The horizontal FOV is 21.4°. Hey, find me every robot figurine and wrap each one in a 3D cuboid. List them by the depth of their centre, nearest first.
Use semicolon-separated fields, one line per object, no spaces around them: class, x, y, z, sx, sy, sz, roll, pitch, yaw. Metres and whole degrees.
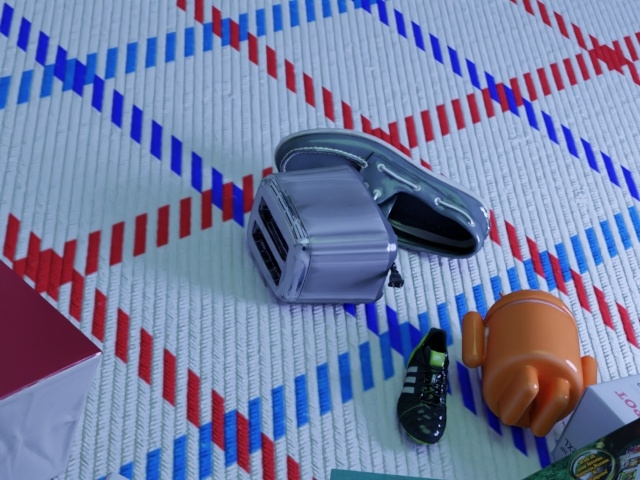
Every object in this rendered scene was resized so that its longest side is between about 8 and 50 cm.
robot figurine;0.262;0.145;2.125;0.158;0.128;0.219;-10;33;11

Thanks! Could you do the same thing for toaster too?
toaster;0.000;0.000;2.199;0.146;0.129;0.227;-3;42;-24

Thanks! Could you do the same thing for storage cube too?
storage cube;-0.371;0.153;1.738;0.193;0.184;0.215;38;37;22

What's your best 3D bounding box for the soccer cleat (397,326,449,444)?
soccer cleat;0.130;0.175;2.064;0.060;0.072;0.179;16;34;-6

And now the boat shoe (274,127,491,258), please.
boat shoe;0.086;-0.061;2.338;0.319;0.116;0.099;22;30;-7

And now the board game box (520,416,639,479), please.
board game box;0.324;0.290;1.905;0.259;0.030;0.136;-27;55;-2

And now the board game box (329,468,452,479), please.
board game box;0.112;0.276;1.785;0.160;0.047;0.210;4;-10;17

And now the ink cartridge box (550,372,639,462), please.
ink cartridge box;0.475;0.265;2.066;0.307;0.129;0.223;-9;43;-36

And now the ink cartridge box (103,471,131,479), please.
ink cartridge box;-0.119;0.349;1.587;0.239;0.060;0.275;30;16;-11
